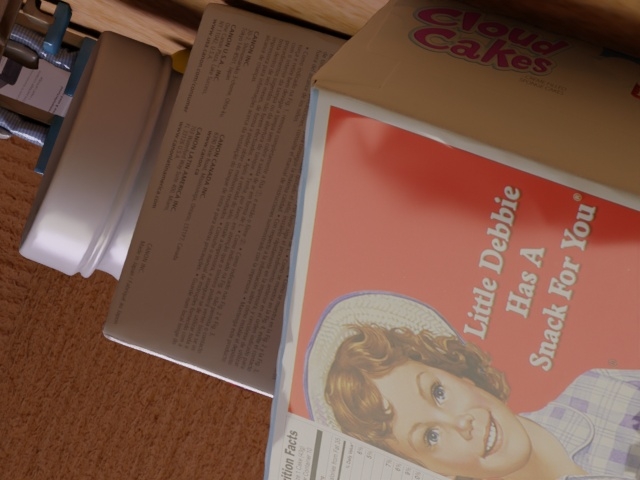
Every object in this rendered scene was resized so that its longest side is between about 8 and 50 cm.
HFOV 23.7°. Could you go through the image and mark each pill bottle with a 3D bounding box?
[{"bbox_3d":[0.000,0.000,0.926,0.334,0.187,0.188,20,178,-13],"label":"pill bottle"}]

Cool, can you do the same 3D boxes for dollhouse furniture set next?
[{"bbox_3d":[-0.209,-0.104,1.104,0.129,0.129,0.184,21,178,-5],"label":"dollhouse furniture set"}]

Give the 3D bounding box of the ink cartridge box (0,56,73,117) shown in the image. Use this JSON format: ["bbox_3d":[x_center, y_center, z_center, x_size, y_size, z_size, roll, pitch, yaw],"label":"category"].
[{"bbox_3d":[-0.275,-0.147,1.308,0.150,0.063,0.109,28,179,-1],"label":"ink cartridge box"}]

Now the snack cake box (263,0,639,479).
[{"bbox_3d":[0.067,0.049,0.613,0.152,0.264,0.089,21,-139,16],"label":"snack cake box"}]

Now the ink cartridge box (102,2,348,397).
[{"bbox_3d":[0.022,-0.001,0.760,0.225,0.181,0.056,18,180,13],"label":"ink cartridge box"}]

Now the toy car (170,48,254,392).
[{"bbox_3d":[-0.020,-0.023,1.092,0.225,0.239,0.053,-13,178,-42],"label":"toy car"}]
